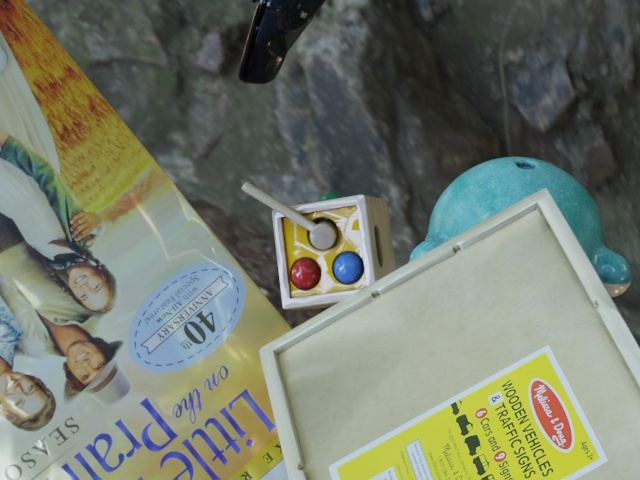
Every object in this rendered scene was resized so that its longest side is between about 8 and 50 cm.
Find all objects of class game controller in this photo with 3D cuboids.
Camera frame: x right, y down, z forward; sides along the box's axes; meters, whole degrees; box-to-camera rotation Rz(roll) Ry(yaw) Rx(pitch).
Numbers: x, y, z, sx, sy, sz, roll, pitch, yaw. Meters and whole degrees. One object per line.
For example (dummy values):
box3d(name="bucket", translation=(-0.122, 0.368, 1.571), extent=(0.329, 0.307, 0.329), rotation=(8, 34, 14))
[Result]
box3d(name="game controller", translation=(-0.003, -0.308, 1.640), extent=(0.067, 0.166, 0.319), rotation=(34, 52, -1))

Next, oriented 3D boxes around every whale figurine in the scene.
box3d(name="whale figurine", translation=(0.194, 0.008, 1.395), extent=(0.216, 0.272, 0.141), rotation=(5, 111, -1))

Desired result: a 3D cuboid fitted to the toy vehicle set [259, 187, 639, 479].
box3d(name="toy vehicle set", translation=(0.071, 0.100, 0.625), extent=(0.166, 0.035, 0.267), rotation=(-29, 36, 9))

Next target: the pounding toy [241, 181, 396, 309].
box3d(name="pounding toy", translation=(0.000, 0.000, 1.582), extent=(0.130, 0.100, 0.141), rotation=(-9, 84, 22))

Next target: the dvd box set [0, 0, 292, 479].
box3d(name="dvd box set", translation=(-0.212, 0.060, 0.980), extent=(0.308, 0.062, 0.420), rotation=(-38, 89, -21))
